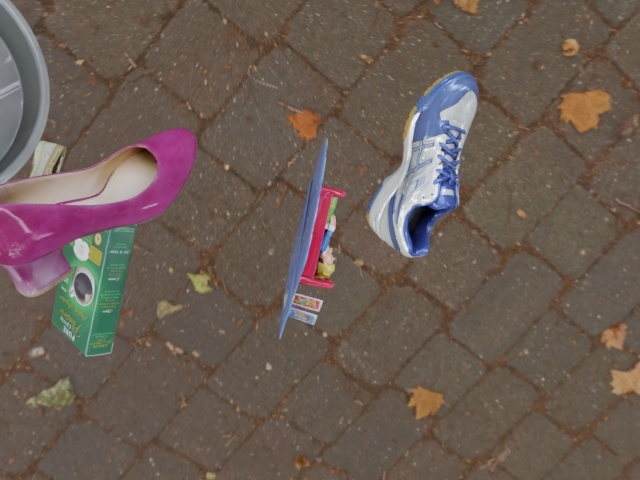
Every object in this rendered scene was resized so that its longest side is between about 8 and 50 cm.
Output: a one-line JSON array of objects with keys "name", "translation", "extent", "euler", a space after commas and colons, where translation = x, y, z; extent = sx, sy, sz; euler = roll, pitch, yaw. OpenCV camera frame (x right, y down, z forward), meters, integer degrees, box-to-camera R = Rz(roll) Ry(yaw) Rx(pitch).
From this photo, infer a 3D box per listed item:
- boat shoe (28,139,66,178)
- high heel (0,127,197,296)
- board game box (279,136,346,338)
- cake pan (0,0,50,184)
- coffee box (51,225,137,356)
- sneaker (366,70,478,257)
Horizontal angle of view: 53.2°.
[{"name": "boat shoe", "translation": [-0.412, -0.087, 0.963], "extent": [0.045, 0.050, 0.135], "euler": [4, 75, -11]}, {"name": "high heel", "translation": [-0.211, -0.062, 0.602], "extent": [0.244, 0.082, 0.117], "euler": [-43, 151, -29]}, {"name": "board game box", "translation": [0.000, 0.000, 0.524], "extent": [0.033, 0.133, 0.169], "euler": [13, 140, -6]}, {"name": "cake pan", "translation": [-0.452, -0.172, 0.690], "extent": [0.293, 0.054, 0.293], "euler": [3, 85, -33]}, {"name": "coffee box", "translation": [-0.304, 0.047, 0.851], "extent": [0.040, 0.113, 0.184], "euler": [1, 107, -48]}, {"name": "sneaker", "translation": [0.185, -0.109, 0.996], "extent": [0.111, 0.131, 0.297], "euler": [3, 122, -33]}]
